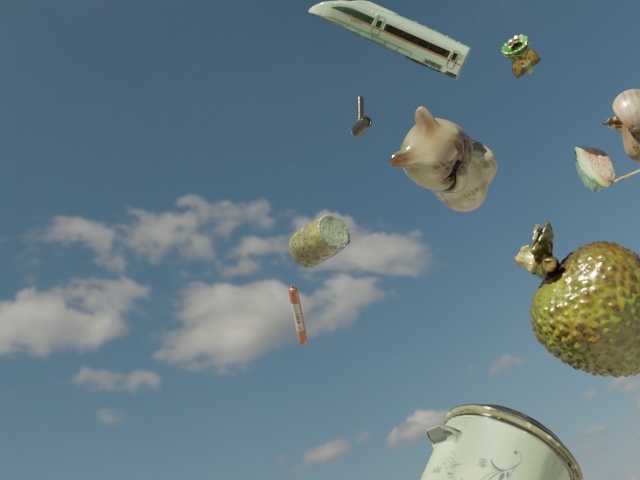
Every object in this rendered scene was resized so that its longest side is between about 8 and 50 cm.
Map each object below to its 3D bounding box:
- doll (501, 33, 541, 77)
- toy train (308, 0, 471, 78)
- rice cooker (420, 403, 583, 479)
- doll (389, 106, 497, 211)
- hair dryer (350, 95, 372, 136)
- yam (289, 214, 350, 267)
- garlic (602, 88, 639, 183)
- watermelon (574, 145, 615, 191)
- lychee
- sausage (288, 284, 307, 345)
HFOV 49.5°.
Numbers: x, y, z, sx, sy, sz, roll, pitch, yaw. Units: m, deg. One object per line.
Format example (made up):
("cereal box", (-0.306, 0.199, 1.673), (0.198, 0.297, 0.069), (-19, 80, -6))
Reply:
("doll", (0.530, -0.495, 1.852), (0.078, 0.076, 0.113), (-40, -39, 8))
("toy train", (0.164, -0.511, 1.685), (0.088, 0.407, 0.086), (-66, -10, 15))
("rice cooker", (0.311, 0.443, 1.248), (0.317, 0.316, 0.264), (-5, -26, -22))
("doll", (0.381, -0.223, 2.047), (0.215, 0.226, 0.370), (-58, -33, 7))
("hair dryer", (0.082, -0.252, 1.379), (0.026, 0.083, 0.047), (12, -24, -23))
("yam", (0.000, 0.000, 1.800), (0.107, 0.107, 0.194), (-2, -14, -27))
("garlic", (0.773, -0.253, 1.709), (0.256, 0.207, 0.207), (-52, -38, 13))
("watermelon", (0.719, -0.180, 1.817), (0.094, 0.180, 0.081), (-7, -48, 23))
("lychee", (0.536, 0.127, 1.363), (0.320, 0.270, 0.270), (23, -42, -16))
("sausage", (-0.068, 0.231, 2.113), (0.029, 0.029, 0.223), (-13, -63, -7))
